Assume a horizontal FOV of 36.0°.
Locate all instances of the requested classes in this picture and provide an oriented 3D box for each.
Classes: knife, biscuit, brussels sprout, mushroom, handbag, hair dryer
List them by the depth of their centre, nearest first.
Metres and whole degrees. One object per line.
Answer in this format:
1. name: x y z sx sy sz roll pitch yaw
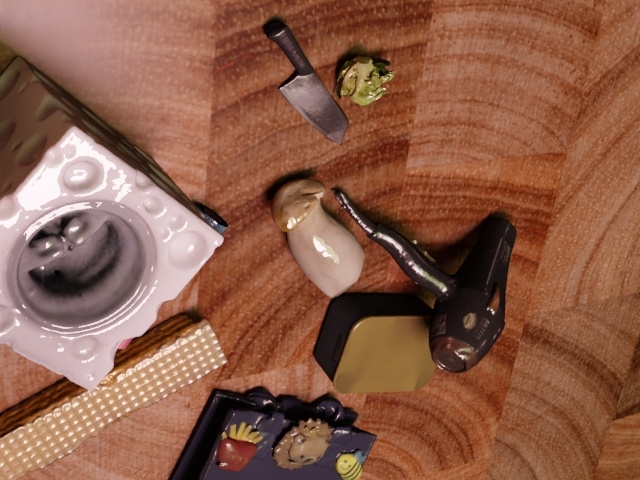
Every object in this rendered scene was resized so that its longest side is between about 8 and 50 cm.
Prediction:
1. knife: -0.020 -0.207 1.355 0.060 0.028 0.230 -34 134 6
2. brussels sprout: 0.063 -0.227 1.361 0.085 0.085 0.058 -18 123 -22
3. biscuit: -0.319 0.224 1.402 0.378 0.054 0.094 -29 128 -14
4. mushroom: 0.001 0.001 1.444 0.097 0.088 0.212 -27 126 3
5. hair dryer: 0.165 0.006 1.528 0.359 0.120 0.304 39 54 -18
6. handbag: -0.089 0.402 1.615 0.303 0.122 0.329 16 106 -37

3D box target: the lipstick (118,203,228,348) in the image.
1. lipstick: -0.216 0.057 1.368 0.053 0.053 0.234 30 100 -40

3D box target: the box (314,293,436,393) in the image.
1. box: 0.098 0.165 1.605 0.201 0.090 0.145 2 116 -33

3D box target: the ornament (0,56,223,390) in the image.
1. ornament: -0.307 -0.021 1.140 0.240 0.240 0.239 -48 130 2
